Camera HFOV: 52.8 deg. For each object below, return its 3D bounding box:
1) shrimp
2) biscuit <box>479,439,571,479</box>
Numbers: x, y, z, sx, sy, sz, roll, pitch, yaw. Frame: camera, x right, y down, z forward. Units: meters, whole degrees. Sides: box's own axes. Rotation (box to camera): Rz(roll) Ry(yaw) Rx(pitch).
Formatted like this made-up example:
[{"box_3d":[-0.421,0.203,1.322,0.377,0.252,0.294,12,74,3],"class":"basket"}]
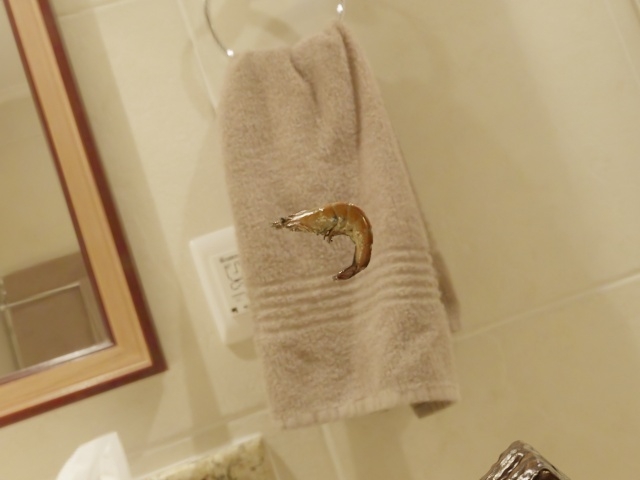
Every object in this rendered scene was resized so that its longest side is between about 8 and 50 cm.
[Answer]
[{"box_3d":[0.000,0.000,0.727,0.127,0.090,0.025,4,12,27],"class":"shrimp"},{"box_3d":[0.224,0.278,0.512,0.106,0.252,0.070,-51,2,0],"class":"biscuit"}]
